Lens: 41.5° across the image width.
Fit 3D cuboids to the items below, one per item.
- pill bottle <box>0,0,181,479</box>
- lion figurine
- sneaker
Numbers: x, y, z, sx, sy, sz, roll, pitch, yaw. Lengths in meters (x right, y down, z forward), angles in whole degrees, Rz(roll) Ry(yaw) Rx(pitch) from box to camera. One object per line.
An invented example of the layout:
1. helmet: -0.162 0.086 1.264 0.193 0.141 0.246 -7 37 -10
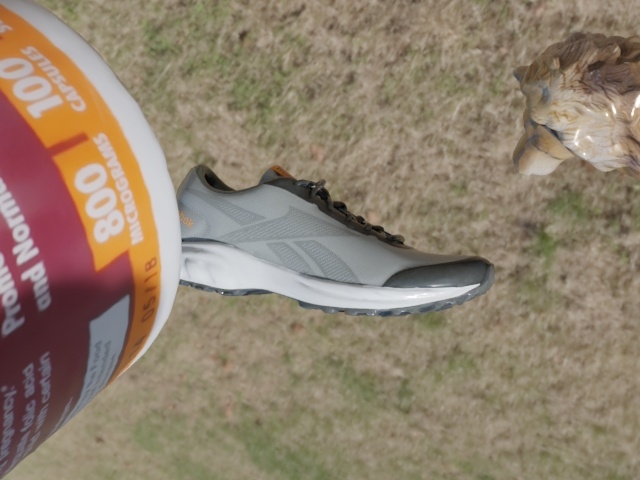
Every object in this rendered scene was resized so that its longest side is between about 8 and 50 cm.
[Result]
1. pill bottle: -0.240 0.050 0.277 0.224 0.392 0.224 11 118 21
2. lion figurine: 0.338 -0.032 0.627 0.392 0.142 0.240 36 -161 31
3. sneaker: 0.000 0.000 0.654 0.272 0.108 0.100 10 180 16
